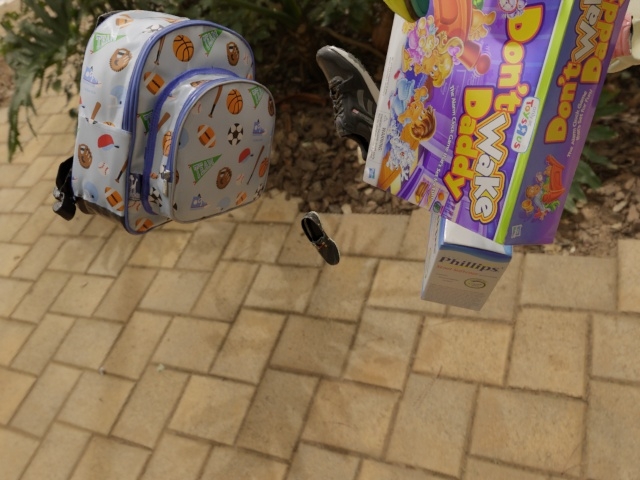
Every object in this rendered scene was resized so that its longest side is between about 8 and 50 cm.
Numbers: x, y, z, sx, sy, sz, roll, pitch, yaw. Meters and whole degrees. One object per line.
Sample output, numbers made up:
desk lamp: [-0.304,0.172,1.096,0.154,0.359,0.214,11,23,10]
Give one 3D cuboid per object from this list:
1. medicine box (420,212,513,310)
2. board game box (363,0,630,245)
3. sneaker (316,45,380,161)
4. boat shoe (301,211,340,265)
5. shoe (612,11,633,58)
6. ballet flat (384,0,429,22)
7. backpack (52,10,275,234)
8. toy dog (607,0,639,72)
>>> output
medicine box: [0.336,-0.021,1.235,0.149,0.289,0.263,10,61,7]
board game box: [0.171,-0.197,0.551,0.078,0.347,0.233,-2,21,-32]
sneaker: [0.071,-0.301,1.207,0.124,0.283,0.107,-43,9,-11]
boat shoe: [-0.001,0.001,1.186,0.049,0.133,0.042,-25,8,29]
shoe: [0.553,-0.433,1.029,0.081,0.063,0.178,-1,90,35]
ballet flat: [0.036,-0.291,0.441,0.077,0.231,0.077,5,51,26]
backpack: [-0.188,-0.156,0.702,0.213,0.263,0.276,13,22,23]
toy dog: [0.612,-0.473,1.367,0.284,0.408,0.395,45,60,4]
